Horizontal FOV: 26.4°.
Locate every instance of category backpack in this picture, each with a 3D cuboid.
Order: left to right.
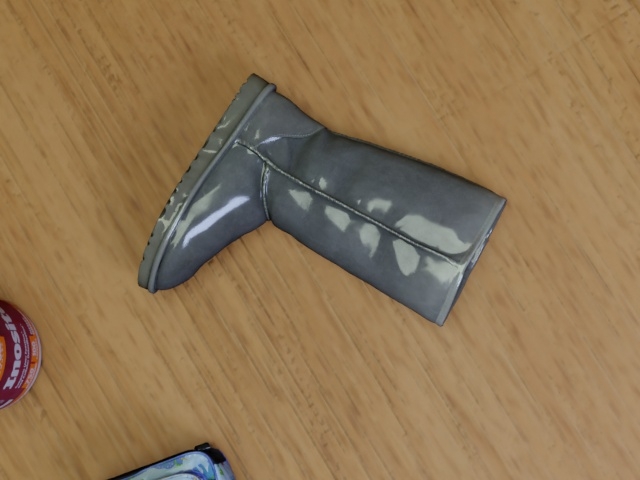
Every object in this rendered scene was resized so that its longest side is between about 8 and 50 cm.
[{"bbox_3d":[-0.102,0.210,0.942,0.105,0.084,0.114,-20,87,6],"label":"backpack"}]

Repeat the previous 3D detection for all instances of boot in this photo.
[{"bbox_3d":[-0.001,0.001,0.961,0.208,0.076,0.189,32,92,1],"label":"boot"}]

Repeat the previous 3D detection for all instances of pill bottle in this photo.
[{"bbox_3d":[-0.253,0.079,0.933,0.086,0.152,0.086,0,86,6],"label":"pill bottle"}]
